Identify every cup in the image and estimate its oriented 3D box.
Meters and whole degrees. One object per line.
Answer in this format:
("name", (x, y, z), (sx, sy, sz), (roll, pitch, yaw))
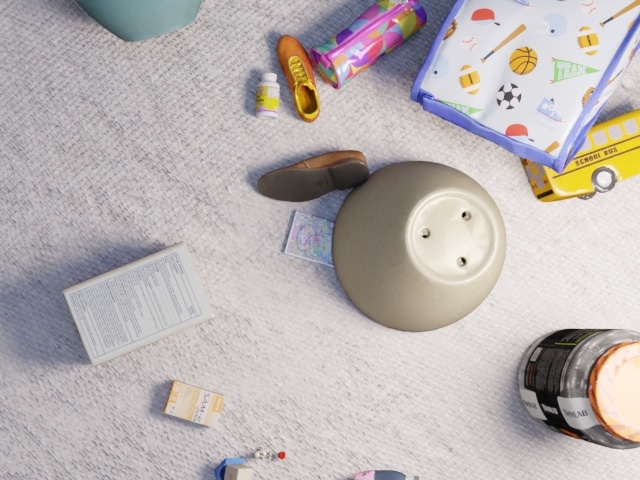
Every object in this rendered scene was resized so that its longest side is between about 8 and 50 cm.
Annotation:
("cup", (0.206, 0.003, 1.836), (0.331, 0.237, 0.331), (1, 85, -11))

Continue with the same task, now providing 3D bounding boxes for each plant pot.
("plant pot", (-0.317, -0.470, 1.809), (0.290, 0.290, 0.195), (-21, 111, -9))

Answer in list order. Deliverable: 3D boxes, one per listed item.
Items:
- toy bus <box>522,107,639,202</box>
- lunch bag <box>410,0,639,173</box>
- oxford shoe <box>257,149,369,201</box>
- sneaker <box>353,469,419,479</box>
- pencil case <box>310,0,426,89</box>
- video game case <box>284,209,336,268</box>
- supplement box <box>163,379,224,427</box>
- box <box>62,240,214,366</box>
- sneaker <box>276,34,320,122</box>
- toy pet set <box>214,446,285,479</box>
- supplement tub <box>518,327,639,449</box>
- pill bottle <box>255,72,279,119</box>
("toy bus", (0.575, -0.170, 1.972), (0.332, 0.108, 0.130), (-21, 87, -8))
("lunch bag", (0.391, -0.342, 1.865), (0.327, 0.239, 0.385), (28, 74, 16))
("oxford shoe", (-0.015, -0.126, 1.914), (0.212, 0.076, 0.076), (-9, 128, 3))
("sneaker", (0.093, 0.579, 1.858), (0.131, 0.112, 0.319), (11, 81, 10))
("pencil case", (0.094, -0.391, 1.929), (0.236, 0.104, 0.104), (-39, 91, -8))
("video game case", (0.000, 0.000, 1.927), (0.122, 0.011, 0.087), (16, 83, -7))
("supplement box", (-0.232, 0.300, 1.857), (0.098, 0.036, 0.062), (17, 84, -6))
("box", (-0.324, 0.114, 1.815), (0.232, 0.127, 0.149), (-22, 88, -9))
("sneaker", (-0.035, -0.311, 1.920), (0.064, 0.067, 0.175), (-20, 87, -7))
("toy pet set", (-0.134, 0.441, 1.860), (0.114, 0.065, 0.122), (12, 86, -42))
("supplement tub", (0.502, 0.260, 1.810), (0.207, 0.338, 0.207), (1, 85, -7))
("pill bottle", (-0.100, -0.274, 1.920), (0.043, 0.043, 0.083), (3, 84, -8))
